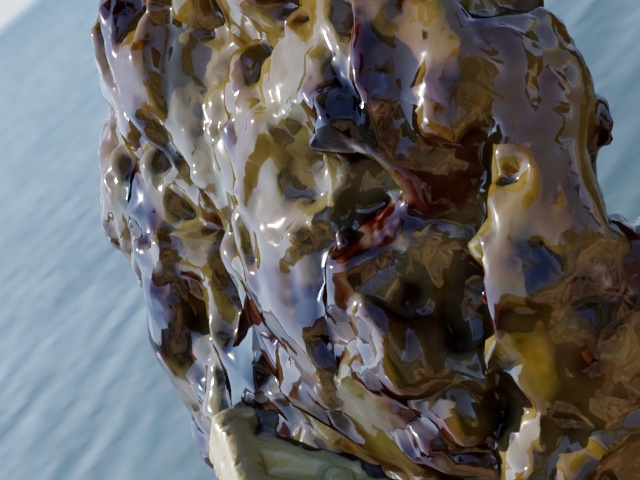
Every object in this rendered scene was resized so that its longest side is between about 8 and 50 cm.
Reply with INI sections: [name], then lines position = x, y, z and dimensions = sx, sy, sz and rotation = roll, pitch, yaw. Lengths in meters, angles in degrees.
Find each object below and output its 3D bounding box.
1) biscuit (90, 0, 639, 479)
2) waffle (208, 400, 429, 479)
[biscuit]
position = 0.000, 0.004, 0.656
dimensions = 0.081, 0.289, 0.334
rotation = -18, 38, -28
[waffle]
position = 0.047, 0.082, 0.527
dimensions = 0.097, 0.152, 0.023
rotation = -108, 24, -61
